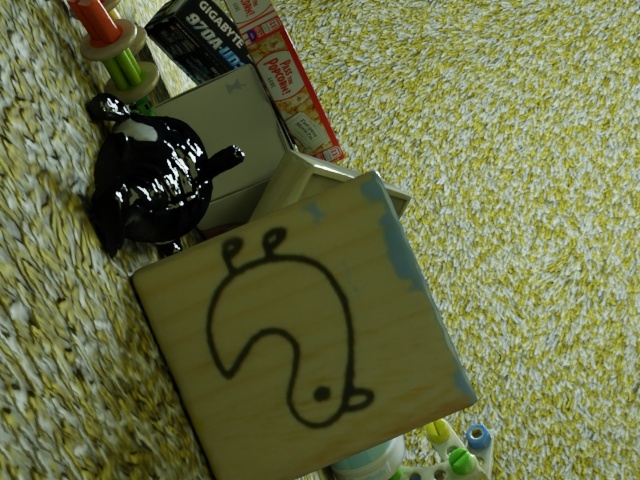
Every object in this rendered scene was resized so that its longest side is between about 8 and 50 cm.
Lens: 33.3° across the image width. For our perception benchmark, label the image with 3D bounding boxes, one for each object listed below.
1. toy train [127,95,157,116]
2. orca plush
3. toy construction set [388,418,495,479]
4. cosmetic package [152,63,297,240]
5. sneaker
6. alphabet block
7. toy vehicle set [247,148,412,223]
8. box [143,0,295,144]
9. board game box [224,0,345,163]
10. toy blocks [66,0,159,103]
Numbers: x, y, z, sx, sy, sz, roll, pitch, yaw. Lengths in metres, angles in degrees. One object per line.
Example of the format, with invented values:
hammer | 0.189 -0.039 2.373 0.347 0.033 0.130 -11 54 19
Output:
toy train | -0.175 -0.127 1.048 0.017 0.023 0.083 -110 175 -46
orca plush | -0.118 -0.069 0.864 0.287 0.102 0.151 13 54 -86
toy construction set | 0.163 0.379 1.340 0.328 0.215 0.151 -108 173 -60
cosmetic package | -0.074 -0.049 1.248 0.296 0.129 0.153 62 5 -61
sneaker | 0.038 0.175 1.467 0.366 0.135 0.150 -109 178 -67
alphabet block | -0.008 0.070 0.851 0.193 0.197 0.192 25 41 -86
toy vehicle set | 0.000 0.000 1.172 0.035 0.166 0.267 33 10 25
box | -0.113 -0.211 1.342 0.220 0.051 0.175 44 -11 -19
board game box | -0.044 -0.186 1.148 0.193 0.045 0.147 62 3 -48
toy blocks | -0.198 -0.207 0.923 0.123 0.054 0.148 -114 179 -46
